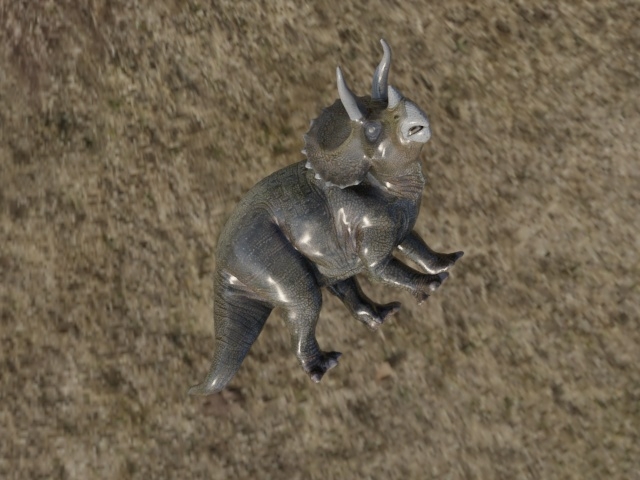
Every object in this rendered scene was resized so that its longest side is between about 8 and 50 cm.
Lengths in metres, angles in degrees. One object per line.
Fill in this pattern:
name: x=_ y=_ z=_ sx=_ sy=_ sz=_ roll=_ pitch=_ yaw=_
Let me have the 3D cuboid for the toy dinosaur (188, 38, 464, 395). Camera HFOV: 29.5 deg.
toy dinosaur: x=0.000 y=0.000 z=0.900 sx=0.313 sy=0.121 sz=0.160 roll=-39 pitch=91 yaw=33
